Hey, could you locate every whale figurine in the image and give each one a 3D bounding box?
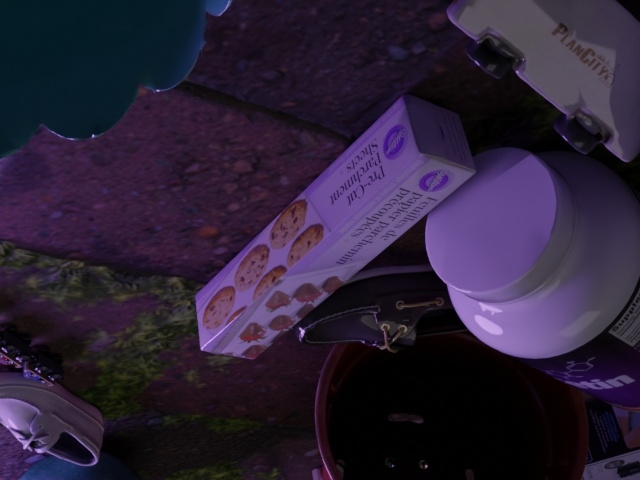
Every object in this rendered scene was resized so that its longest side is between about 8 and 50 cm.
[{"bbox_3d":[-0.307,0.322,1.302,0.216,0.141,0.272,9,166,-28],"label":"whale figurine"}]

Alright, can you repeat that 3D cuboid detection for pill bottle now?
[{"bbox_3d":[0.235,0.036,0.964,0.181,0.182,0.323,-32,142,28],"label":"pill bottle"}]

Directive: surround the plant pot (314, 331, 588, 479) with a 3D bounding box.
[{"bbox_3d":[0.114,0.229,1.172,0.272,0.272,0.265,-5,155,-10],"label":"plant pot"}]

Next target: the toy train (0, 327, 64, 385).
[{"bbox_3d":[-0.298,0.105,1.040,0.036,0.027,0.158,-18,146,16],"label":"toy train"}]

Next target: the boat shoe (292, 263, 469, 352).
[{"bbox_3d":[0.082,0.067,1.041,0.227,0.069,0.081,-13,151,-14],"label":"boat shoe"}]

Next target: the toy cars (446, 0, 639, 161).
[{"bbox_3d":[0.275,-0.154,0.776,0.393,0.087,0.176,-5,121,-6],"label":"toy cars"}]

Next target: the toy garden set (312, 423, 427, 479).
[{"bbox_3d":[0.078,0.337,1.490,0.203,0.049,0.244,-13,147,1],"label":"toy garden set"}]

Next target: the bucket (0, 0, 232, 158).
[{"bbox_3d":[-0.180,-0.185,0.498,0.281,0.183,0.281,-8,147,-5],"label":"bucket"}]

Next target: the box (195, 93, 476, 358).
[{"bbox_3d":[0.000,0.000,0.943,0.063,0.067,0.324,15,140,-35],"label":"box"}]

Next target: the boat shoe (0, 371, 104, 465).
[{"bbox_3d":[-0.293,0.193,1.140,0.066,0.063,0.184,-20,147,12],"label":"boat shoe"}]

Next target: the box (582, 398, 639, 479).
[{"bbox_3d":[0.480,0.253,1.458,0.290,0.087,0.169,-19,146,11],"label":"box"}]
